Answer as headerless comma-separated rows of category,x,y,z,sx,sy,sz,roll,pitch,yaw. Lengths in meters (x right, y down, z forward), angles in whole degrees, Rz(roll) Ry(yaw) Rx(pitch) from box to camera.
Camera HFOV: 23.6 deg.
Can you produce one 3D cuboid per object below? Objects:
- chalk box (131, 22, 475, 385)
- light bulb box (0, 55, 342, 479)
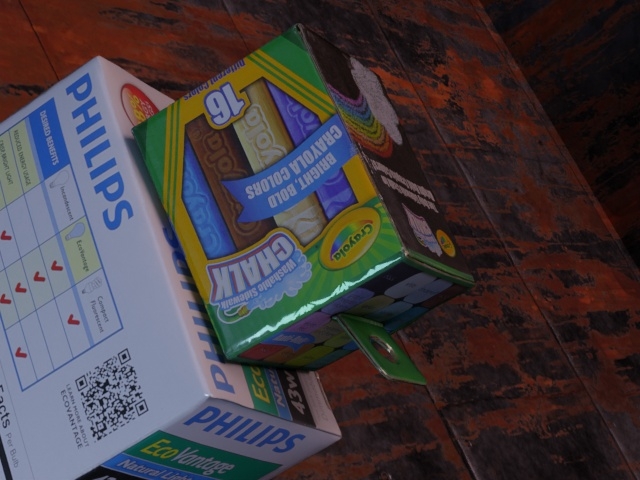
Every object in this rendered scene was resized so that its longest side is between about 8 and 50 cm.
chalk box,0.000,0.000,1.295,0.180,0.179,0.289,22,42,-64
light bulb box,-0.228,0.093,1.408,0.225,0.361,0.358,27,37,-57
